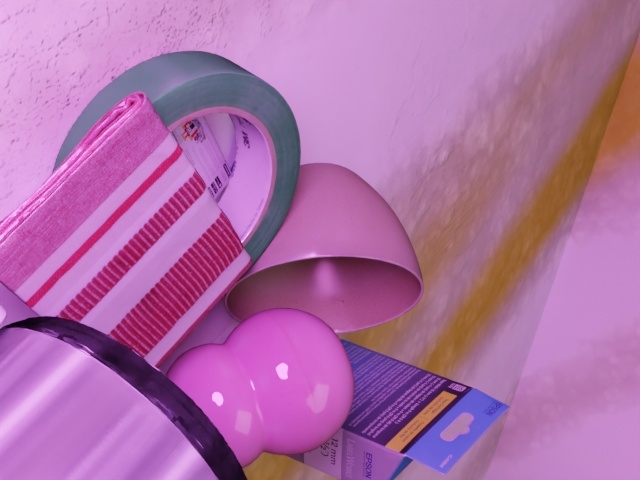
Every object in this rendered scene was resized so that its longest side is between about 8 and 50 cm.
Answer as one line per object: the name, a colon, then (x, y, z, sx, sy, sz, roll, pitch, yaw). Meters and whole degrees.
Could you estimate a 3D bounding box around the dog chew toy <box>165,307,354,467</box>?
dog chew toy: (-0.123, 0.223, 1.339, 0.331, 0.206, 0.207, -20, 128, -19)

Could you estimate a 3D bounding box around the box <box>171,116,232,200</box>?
box: (-0.185, -0.112, 1.237, 0.114, 0.036, 0.207, -56, 147, -25)

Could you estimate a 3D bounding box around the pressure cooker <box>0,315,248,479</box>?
pressure cooker: (-0.310, 0.325, 0.935, 0.420, 0.375, 0.370, -48, 146, -36)

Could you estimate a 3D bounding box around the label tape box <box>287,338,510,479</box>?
label tape box: (0.110, 0.311, 1.658, 0.249, 0.347, 0.115, -29, 131, -50)

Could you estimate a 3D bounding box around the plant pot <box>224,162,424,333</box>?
plant pot: (0.000, 0.000, 1.425, 0.284, 0.284, 0.191, 47, 34, -57)

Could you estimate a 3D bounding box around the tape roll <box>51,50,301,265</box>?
tape roll: (-0.167, -0.065, 1.176, 0.321, 0.077, 0.321, -28, 136, -32)

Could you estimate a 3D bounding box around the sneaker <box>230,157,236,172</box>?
sneaker: (-0.092, -0.142, 1.352, 0.152, 0.058, 0.085, -62, 155, -25)

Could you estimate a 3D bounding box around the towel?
towel: (-0.214, 0.017, 1.096, 0.237, 0.037, 0.329, -47, 145, -14)

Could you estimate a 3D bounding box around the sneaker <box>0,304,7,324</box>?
sneaker: (-0.426, 0.057, 0.888, 0.226, 0.086, 0.163, -32, 118, -24)
